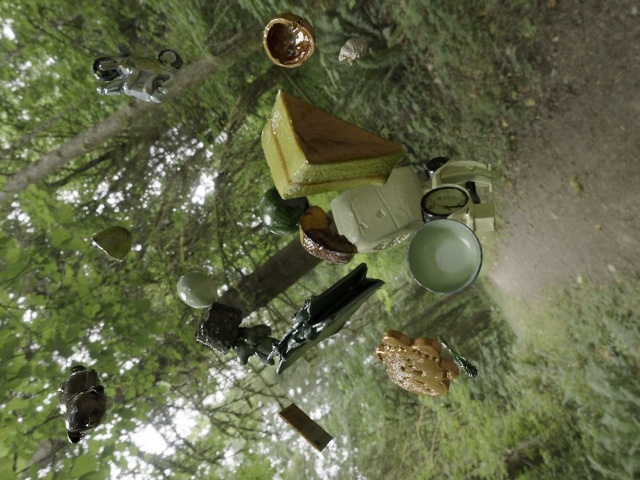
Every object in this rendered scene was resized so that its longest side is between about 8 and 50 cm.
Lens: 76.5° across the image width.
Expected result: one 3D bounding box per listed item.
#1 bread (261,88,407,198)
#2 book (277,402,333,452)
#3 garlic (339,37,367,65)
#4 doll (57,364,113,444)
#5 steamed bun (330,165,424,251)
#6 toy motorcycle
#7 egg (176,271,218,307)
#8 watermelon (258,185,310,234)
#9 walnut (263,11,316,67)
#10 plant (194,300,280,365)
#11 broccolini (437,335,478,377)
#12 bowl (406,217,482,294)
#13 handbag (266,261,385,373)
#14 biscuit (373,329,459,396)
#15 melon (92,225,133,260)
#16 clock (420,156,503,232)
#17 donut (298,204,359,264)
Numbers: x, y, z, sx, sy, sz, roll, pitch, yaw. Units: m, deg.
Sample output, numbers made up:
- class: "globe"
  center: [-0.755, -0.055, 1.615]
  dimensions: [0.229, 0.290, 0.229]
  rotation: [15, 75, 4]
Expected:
- class: "bread"
  center: [0.043, -0.277, 1.204]
  dimensions: [0.233, 0.361, 0.245]
  rotation: [-42, 62, 60]
- class: "book"
  center: [-0.046, 0.585, 1.276]
  dimensions: [0.172, 0.012, 0.118]
  rotation: [34, -175, 20]
- class: "garlic"
  center: [0.114, -0.677, 1.448]
  dimensions: [0.074, 0.113, 0.094]
  rotation: [49, -157, -17]
- class: "doll"
  center: [-0.742, 0.498, 1.266]
  dimensions: [0.257, 0.182, 0.117]
  rotation: [20, 176, 40]
- class: "steamed bun"
  center: [0.301, -0.139, 2.036]
  dimensions: [0.290, 0.455, 0.371]
  rotation: [49, -158, -68]
- class: "toy motorcycle"
  center: [-0.464, -0.425, 1.058]
  dimensions: [0.151, 0.228, 0.074]
  rotation: [69, 157, 4]
- class: "egg"
  center: [-0.643, 0.270, 2.154]
  dimensions: [0.217, 0.183, 0.183]
  rotation: [36, -174, 18]
- class: "watermelon"
  center: [-0.166, -0.142, 1.882]
  dimensions: [0.242, 0.242, 0.242]
  rotation: [51, -168, -15]
- class: "walnut"
  center: [-0.099, -0.676, 1.342]
  dimensions: [0.167, 0.211, 0.087]
  rotation: [25, -112, -24]
- class: "plant"
  center: [-0.245, 0.302, 1.263]
  dimensions: [0.274, 0.149, 0.146]
  rotation: [32, 161, -17]
- class: "broccolini"
  center: [0.367, 0.313, 1.095]
  dimensions: [0.140, 0.030, 0.035]
  rotation: [47, 167, 43]
- class: "bowl"
  center: [0.363, 0.045, 1.159]
  dimensions: [0.112, 0.211, 0.211]
  rotation: [6, -132, -58]
- class: "handbag"
  center: [0.008, 0.180, 0.943]
  dimensions: [0.079, 0.247, 0.260]
  rotation: [48, -140, 14]
- class: "biscuit"
  center: [0.310, 0.418, 1.330]
  dimensions: [0.052, 0.275, 0.355]
  rotation: [-60, -31, -37]
- class: "melon"
  center: [-0.853, 0.004, 1.693]
  dimensions: [0.160, 0.128, 0.079]
  rotation: [44, 169, -29]
- class: "clock"
  center: [0.498, -0.177, 1.442]
  dimensions: [0.120, 0.276, 0.379]
  rotation: [66, -146, -42]
- class: "donut"
  center: [0.000, 0.000, 1.538]
  dimensions: [0.295, 0.151, 0.112]
  rotation: [48, 141, 37]
